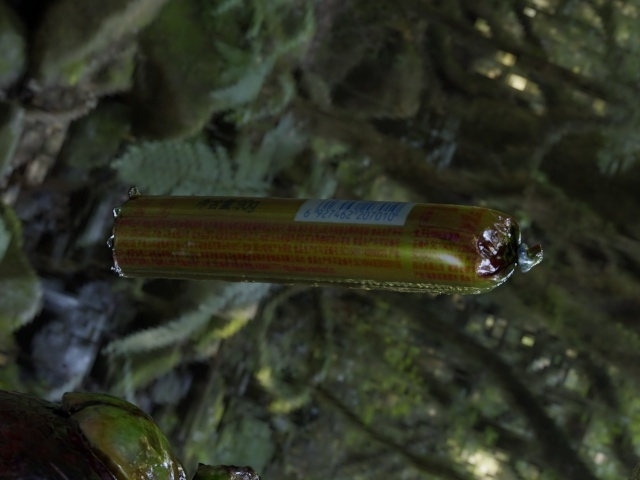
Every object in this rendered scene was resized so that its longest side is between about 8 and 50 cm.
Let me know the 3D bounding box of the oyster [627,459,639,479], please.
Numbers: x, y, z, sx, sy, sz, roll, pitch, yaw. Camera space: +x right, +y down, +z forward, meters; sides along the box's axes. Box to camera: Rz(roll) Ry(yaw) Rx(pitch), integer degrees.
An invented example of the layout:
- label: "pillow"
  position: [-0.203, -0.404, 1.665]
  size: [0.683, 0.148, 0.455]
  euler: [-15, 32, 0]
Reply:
- label: "oyster"
  position: [0.252, 0.284, 0.881]
  size: [0.275, 0.100, 0.271]
  euler: [-63, 135, -73]

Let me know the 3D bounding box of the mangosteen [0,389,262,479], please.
- label: "mangosteen"
  position: [-0.200, 0.226, 0.927]
  size: [0.300, 0.300, 0.300]
  euler: [-159, -90, -86]

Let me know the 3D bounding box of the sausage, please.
- label: "sausage"
  position: [0.000, 0.000, 1.132]
  size: [0.082, 0.372, 0.082]
  euler: [-8, 100, -61]
